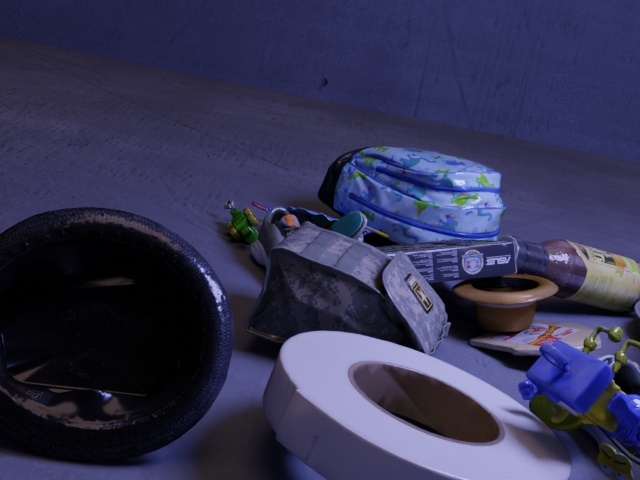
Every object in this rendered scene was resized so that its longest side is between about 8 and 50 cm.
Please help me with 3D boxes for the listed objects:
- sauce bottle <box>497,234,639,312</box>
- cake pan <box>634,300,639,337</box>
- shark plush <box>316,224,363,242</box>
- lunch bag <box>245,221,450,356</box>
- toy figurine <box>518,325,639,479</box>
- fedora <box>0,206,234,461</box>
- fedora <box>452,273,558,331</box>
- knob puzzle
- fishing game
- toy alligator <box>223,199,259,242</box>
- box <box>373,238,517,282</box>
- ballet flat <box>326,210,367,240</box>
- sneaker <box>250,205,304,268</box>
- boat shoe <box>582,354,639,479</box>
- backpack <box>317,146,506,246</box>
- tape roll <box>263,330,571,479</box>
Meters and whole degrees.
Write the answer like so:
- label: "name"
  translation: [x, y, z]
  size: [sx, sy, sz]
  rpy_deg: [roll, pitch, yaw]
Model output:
- label: "sauce bottle"
  translation: [0.472, 0.058, 2.049]
  size: [0.344, 0.111, 0.111]
  rpy_deg: [14, 13, -33]
- label: "cake pan"
  translation: [0.715, 0.182, 1.995]
  size: [0.293, 0.054, 0.293]
  rpy_deg: [10, 18, -3]
- label: "shark plush"
  translation: [0.000, 0.000, 2.109]
  size: [0.161, 0.067, 0.073]
  rpy_deg: [16, 18, 15]
- label: "lunch bag"
  translation: [0.061, 0.097, 1.687]
  size: [0.286, 0.169, 0.235]
  rpy_deg: [22, 15, 8]
- label: "toy figurine"
  translation: [0.347, 0.166, 1.382]
  size: [0.217, 0.191, 0.362]
  rpy_deg: [37, -2, -26]
- label: "fedora"
  translation: [-0.277, 0.119, 1.343]
  size: [0.333, 0.334, 0.152]
  rpy_deg: [9, -13, -7]
- label: "fedora"
  translation: [0.318, 0.110, 1.875]
  size: [0.194, 0.079, 0.194]
  rpy_deg: [-4, 9, 1]
- label: "knob puzzle"
  translation: [0.378, 0.172, 1.821]
  size: [0.213, 0.030, 0.213]
  rpy_deg: [-3, 10, 1]
- label: "fishing game"
  translation: [0.000, -0.030, 2.184]
  size: [0.264, 0.041, 0.189]
  rpy_deg: [11, -7, 32]
- label: "toy alligator"
  translation: [-0.152, -0.033, 2.158]
  size: [0.051, 0.056, 0.190]
  rpy_deg: [50, 1, -24]
- label: "box"
  translation: [0.178, 0.039, 1.946]
  size: [0.270, 0.060, 0.216]
  rpy_deg: [-5, 4, -22]
- label: "ballet flat"
  translation: [0.034, -0.003, 2.023]
  size: [0.052, 0.168, 0.057]
  rpy_deg: [22, 49, -41]
- label: "sneaker"
  translation: [-0.052, 0.020, 1.953]
  size: [0.100, 0.108, 0.271]
  rpy_deg: [4, 20, -26]
- label: "boat shoe"
  translation: [0.430, 0.224, 1.577]
  size: [0.121, 0.119, 0.335]
  rpy_deg: [6, 18, -16]
- label: "backpack"
  translation: [0.216, -0.077, 2.247]
  size: [0.290, 0.273, 0.355]
  rpy_deg: [7, 29, -35]
- label: "tape roll"
  translation: [0.117, 0.228, 1.348]
  size: [0.391, 0.072, 0.392]
  rpy_deg: [20, 13, -5]
